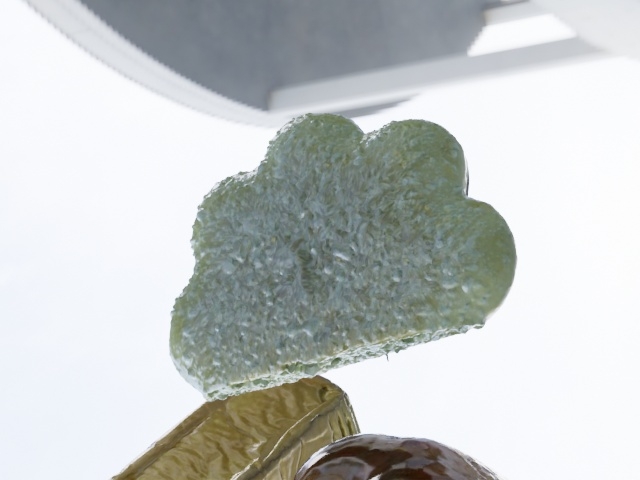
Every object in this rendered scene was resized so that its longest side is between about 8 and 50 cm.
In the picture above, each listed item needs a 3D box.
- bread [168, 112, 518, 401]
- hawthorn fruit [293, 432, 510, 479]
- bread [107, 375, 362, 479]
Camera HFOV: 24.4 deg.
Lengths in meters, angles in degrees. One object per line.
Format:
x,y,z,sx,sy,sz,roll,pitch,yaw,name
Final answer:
0.000,0.000,1.087,0.056,0.286,0.207,29,-135,-56,bread
0.088,0.237,1.058,0.251,0.199,0.199,13,-106,-37,hawthorn fruit
-0.088,0.224,1.398,0.288,0.152,0.119,-38,-44,-37,bread
